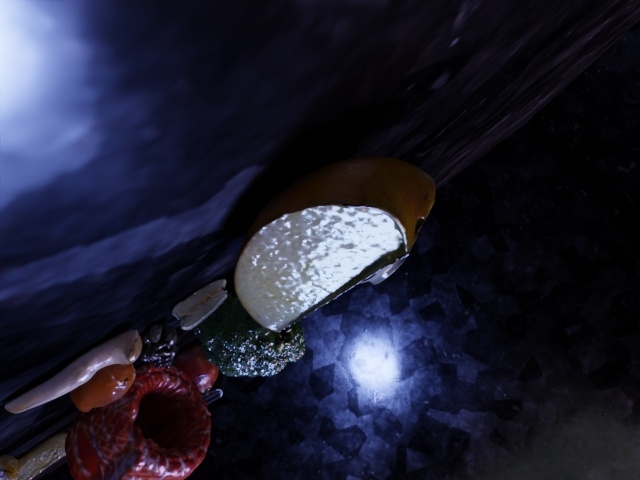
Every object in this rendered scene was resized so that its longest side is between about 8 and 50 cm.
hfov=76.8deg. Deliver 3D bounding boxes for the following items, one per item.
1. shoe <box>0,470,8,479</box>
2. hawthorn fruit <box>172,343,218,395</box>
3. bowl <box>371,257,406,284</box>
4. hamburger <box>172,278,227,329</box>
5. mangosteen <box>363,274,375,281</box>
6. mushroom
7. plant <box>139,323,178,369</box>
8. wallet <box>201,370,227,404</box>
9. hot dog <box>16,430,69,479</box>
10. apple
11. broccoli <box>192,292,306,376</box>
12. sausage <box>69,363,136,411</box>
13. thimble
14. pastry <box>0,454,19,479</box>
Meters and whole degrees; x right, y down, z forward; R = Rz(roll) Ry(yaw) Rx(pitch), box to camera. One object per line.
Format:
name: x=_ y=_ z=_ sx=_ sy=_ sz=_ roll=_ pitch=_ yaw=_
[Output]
shoe: x=-0.658 y=0.496 z=0.669 sx=0.351 sy=0.171 sz=0.198 roll=-39 pitch=176 yaw=30
hawthorn fruit: x=-0.450 y=0.476 z=1.466 sx=0.169 sy=0.188 sz=0.169 roll=-26 pitch=167 yaw=-6
bowl: x=0.196 y=0.038 z=1.491 sx=0.354 sy=0.185 sz=0.354 roll=-44 pitch=-178 yaw=1
hamburger: x=-0.234 y=0.128 z=0.809 sx=0.121 sy=0.054 sz=0.084 roll=-41 pitch=174 yaw=-23
mangosteen: x=0.051 y=0.007 z=0.963 sx=0.217 sy=0.192 sz=0.192 roll=0 pitch=160 yaw=-17
mushroom: x=-0.382 y=0.211 z=0.642 sx=0.202 sy=0.054 sz=0.059 roll=-28 pitch=172 yaw=-24
plant: x=-0.333 y=0.219 z=0.838 sx=0.085 sy=0.087 sz=0.174 roll=-4 pitch=152 yaw=-28
wallet: x=-0.472 y=0.545 z=1.667 sx=0.229 sy=0.062 sz=0.406 roll=-29 pitch=-164 yaw=4
hot dog: x=-0.828 y=0.644 z=1.202 sx=0.243 sy=0.073 sz=0.084 roll=-33 pitch=174 yaw=-21
apple: x=0.000 y=0.000 z=0.595 sx=0.254 sy=0.179 sz=0.346 roll=-11 pitch=158 yaw=-46
broccoli: x=-0.153 y=0.191 z=0.951 sx=0.270 sy=0.270 sz=0.270 roll=-48 pitch=-163 yaw=58
sausage: x=-0.410 y=0.265 z=0.757 sx=0.179 sy=0.089 sz=0.089 roll=-37 pitch=174 yaw=30
thimble: x=-0.484 y=0.535 z=1.120 sx=0.231 sy=0.350 sz=0.350 roll=-37 pitch=173 yaw=9
pastry: x=-0.749 y=0.540 z=0.885 sx=0.153 sy=0.081 sz=0.153 roll=-41 pitch=166 yaw=-13
